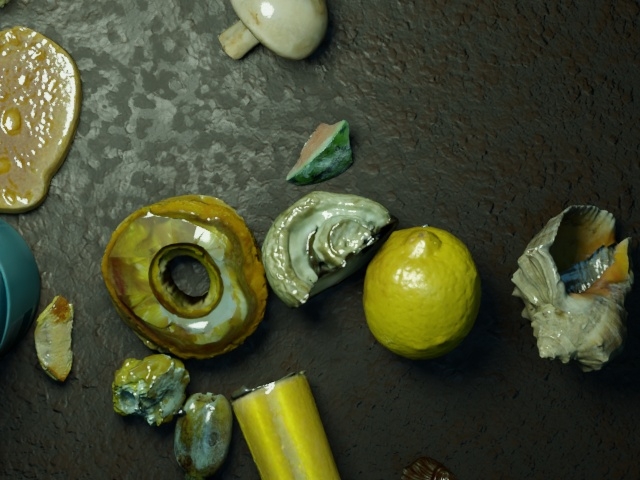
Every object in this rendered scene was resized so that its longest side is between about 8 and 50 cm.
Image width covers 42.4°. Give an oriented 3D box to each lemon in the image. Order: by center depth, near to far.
[{"bbox_3d":[0.192,0.100,1.572,0.233,0.233,0.288,-6,126,-7],"label":"lemon"}]

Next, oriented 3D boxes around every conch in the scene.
[{"bbox_3d":[0.489,0.086,1.642,0.297,0.210,0.352,57,40,-22],"label":"conch"}]

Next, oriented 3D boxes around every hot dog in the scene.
[{"bbox_3d":[-0.511,0.183,1.573,0.078,0.061,0.169,-1,96,-50],"label":"hot dog"}]

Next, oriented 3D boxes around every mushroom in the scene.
[{"bbox_3d":[-0.100,-0.415,1.551,0.215,0.207,0.207,-33,98,27],"label":"mushroom"},{"bbox_3d":[0.003,-0.001,1.578,0.267,0.189,0.164,-41,81,-4],"label":"mushroom"}]

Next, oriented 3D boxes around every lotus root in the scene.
[{"bbox_3d":[-0.231,0.393,1.607,0.113,0.088,0.192,6,86,18],"label":"lotus root"}]

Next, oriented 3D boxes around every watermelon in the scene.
[{"bbox_3d":[0.003,-0.161,1.636,0.155,0.080,0.101,-48,133,-5],"label":"watermelon"}]

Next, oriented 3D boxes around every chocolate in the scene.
[{"bbox_3d":[-0.035,0.476,1.550,0.162,0.162,0.445,-19,78,-6],"label":"chocolate"}]

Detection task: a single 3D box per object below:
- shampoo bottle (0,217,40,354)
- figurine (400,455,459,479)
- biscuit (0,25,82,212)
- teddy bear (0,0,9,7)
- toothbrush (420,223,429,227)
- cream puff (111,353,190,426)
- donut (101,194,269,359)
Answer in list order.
[{"bbox_3d":[-0.675,0.098,1.406,0.331,0.343,0.331,-1,94,-8],"label":"shampoo bottle"},{"bbox_3d":[0.158,0.582,1.659,0.187,0.168,0.315,33,79,3],"label":"figurine"},{"bbox_3d":[-0.605,-0.233,1.541,0.287,0.057,0.343,18,91,-9],"label":"biscuit"},{"bbox_3d":[-0.572,-0.553,1.482,0.267,0.156,0.256,42,89,-9],"label":"teddy bear"},{"bbox_3d":[0.253,0.068,1.694,0.019,0.016,0.219,-24,96,-7],"label":"toothbrush"},{"bbox_3d":[-0.331,0.272,1.571,0.156,0.156,0.121,32,51,-8],"label":"cream puff"},{"bbox_3d":[-0.246,0.068,1.555,0.330,0.160,0.330,0,91,-11],"label":"donut"}]
